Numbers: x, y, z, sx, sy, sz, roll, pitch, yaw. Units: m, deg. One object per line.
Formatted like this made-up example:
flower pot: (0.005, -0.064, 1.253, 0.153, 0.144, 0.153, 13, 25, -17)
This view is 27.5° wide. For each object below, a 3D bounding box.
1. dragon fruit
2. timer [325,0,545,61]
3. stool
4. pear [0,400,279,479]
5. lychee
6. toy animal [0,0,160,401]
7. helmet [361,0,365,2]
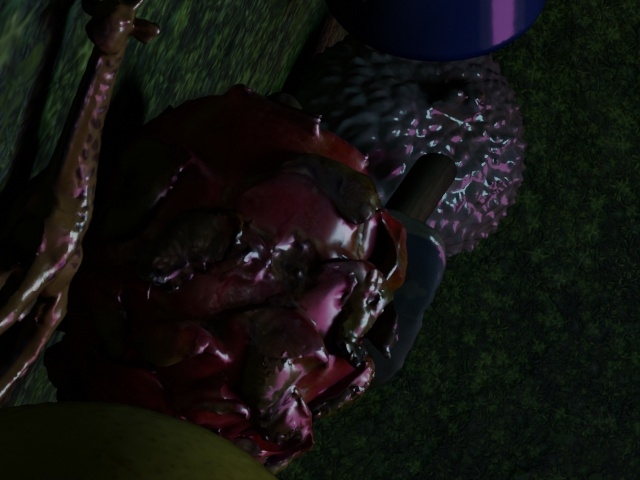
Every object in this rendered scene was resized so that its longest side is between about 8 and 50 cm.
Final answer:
dragon fruit: (-0.083, 0.050, 0.971, 0.269, 0.250, 0.291, -12, -123, 69)
timer: (0.133, -0.416, 1.425, 0.383, 0.270, 0.270, 89, 22, -51)
stool: (0.000, 0.000, 1.705, 0.226, 0.310, 0.310, -72, -177, -49)
pear: (-0.127, 0.241, 0.634, 0.348, 0.348, 0.348, 25, 90, -88)
lychee: (0.107, -0.140, 1.959, 0.432, 0.380, 0.380, -30, -151, 56)
toy animal: (-0.160, -0.014, 0.756, 0.275, 0.054, 0.149, -62, 175, 3)
helmet: (0.032, -0.325, 1.236, 0.175, 0.106, 0.155, -64, 180, -24)
